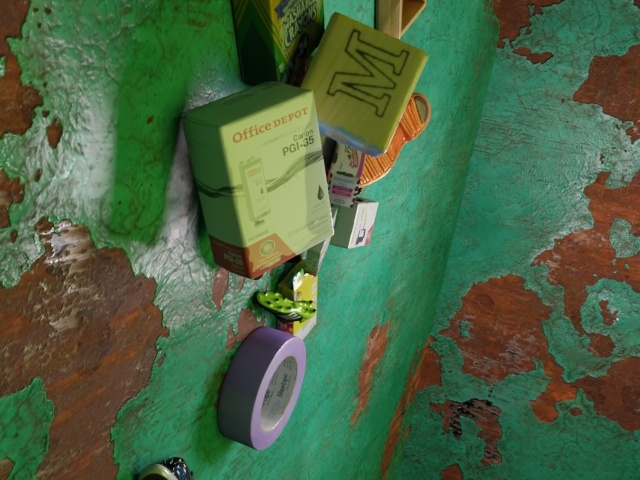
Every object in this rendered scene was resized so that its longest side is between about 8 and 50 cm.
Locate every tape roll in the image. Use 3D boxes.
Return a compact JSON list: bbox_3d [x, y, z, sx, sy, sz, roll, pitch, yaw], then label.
[{"bbox_3d":[-0.132,0.344,1.825,0.275,0.090,0.275,-52,151,-45],"label":"tape roll"}]

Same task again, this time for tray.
[{"bbox_3d":[0.203,-0.733,1.916,0.411,0.076,0.203,86,28,-42],"label":"tray"}]

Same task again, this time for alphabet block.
[{"bbox_3d":[0.067,-0.286,1.475,0.192,0.193,0.197,-119,-127,-85],"label":"alphabet block"}]

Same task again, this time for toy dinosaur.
[{"bbox_3d":[-0.050,-0.360,1.575,0.112,0.064,0.212,-93,-158,-81],"label":"toy dinosaur"}]

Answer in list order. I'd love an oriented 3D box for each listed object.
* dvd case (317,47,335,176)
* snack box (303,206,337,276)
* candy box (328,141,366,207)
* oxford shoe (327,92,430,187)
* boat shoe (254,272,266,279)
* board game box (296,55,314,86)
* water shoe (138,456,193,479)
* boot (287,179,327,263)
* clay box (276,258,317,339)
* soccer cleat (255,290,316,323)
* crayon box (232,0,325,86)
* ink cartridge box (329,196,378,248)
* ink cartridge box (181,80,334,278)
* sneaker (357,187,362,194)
[{"bbox_3d":[0.007,-0.269,1.661,0.179,0.029,0.239,24,80,-71],"label":"dvd case"},{"bbox_3d":[0.000,0.000,1.845,0.100,0.037,0.141,98,10,-54],"label":"snack box"},{"bbox_3d":[0.065,-0.183,1.762,0.233,0.071,0.159,96,6,-77],"label":"candy box"},{"bbox_3d":[0.129,-0.249,2.017,0.363,0.132,0.130,-41,118,-24],"label":"oxford shoe"},{"bbox_3d":[-0.121,-0.058,1.523,0.089,0.104,0.285,-39,140,-53],"label":"boat shoe"},{"bbox_3d":[-0.006,-0.327,1.712,0.181,0.043,0.092,32,75,-69],"label":"board game box"},{"bbox_3d":[-0.301,0.459,1.526,0.203,0.072,0.080,75,10,-55],"label":"water shoe"},{"bbox_3d":[-0.048,-0.100,1.742,0.263,0.091,0.229,84,23,-54],"label":"boot"},{"bbox_3d":[-0.057,0.147,1.925,0.127,0.053,0.222,-47,146,-49],"label":"clay box"},{"bbox_3d":[-0.087,0.160,1.799,0.179,0.060,0.072,18,131,-42],"label":"soccer cleat"},{"bbox_3d":[-0.074,-0.456,1.376,0.323,0.083,0.203,85,29,-44],"label":"crayon box"},{"bbox_3d":[0.086,-0.050,2.126,0.175,0.072,0.127,-11,116,-68],"label":"ink cartridge box"},{"bbox_3d":[-0.103,-0.108,1.357,0.207,0.117,0.283,-28,123,-33],"label":"ink cartridge box"},{"bbox_3d":[0.097,-0.190,2.097,0.075,0.057,0.161,127,-24,-78],"label":"sneaker"}]
